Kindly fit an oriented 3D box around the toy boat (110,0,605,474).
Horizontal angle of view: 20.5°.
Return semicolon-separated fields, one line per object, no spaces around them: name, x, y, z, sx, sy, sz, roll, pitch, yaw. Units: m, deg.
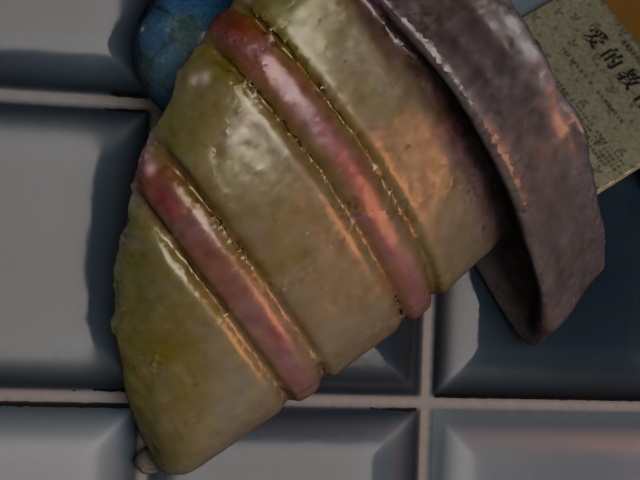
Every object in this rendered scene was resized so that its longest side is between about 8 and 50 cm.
toy boat;0.020;-0.027;0.954;0.293;0.111;0.276;-21;118;-20

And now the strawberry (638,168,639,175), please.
strawberry;0.282;-0.020;1.062;0.140;0.085;0.192;-24;94;-12

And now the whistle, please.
whistle;-0.062;-0.088;0.978;0.090;0.090;0.158;-9;127;-15

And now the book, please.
book;0.191;-0.111;1.050;0.172;0.012;0.118;-32;72;-13
